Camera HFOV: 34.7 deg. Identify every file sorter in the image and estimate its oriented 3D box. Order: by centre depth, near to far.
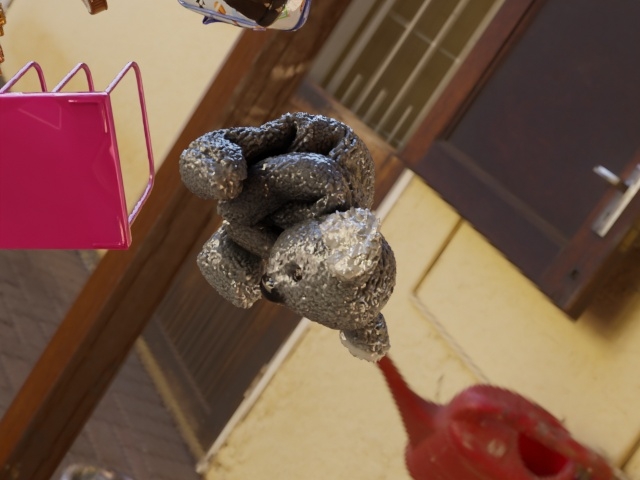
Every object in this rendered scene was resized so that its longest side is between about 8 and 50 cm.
[{"bbox_3d":[-0.379,-0.119,1.329,0.290,0.202,0.182,0,28,7],"label":"file sorter"}]

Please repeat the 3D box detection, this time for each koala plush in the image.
[{"bbox_3d":[0.000,0.000,0.996,0.221,0.203,0.196,52,-22,42],"label":"koala plush"}]

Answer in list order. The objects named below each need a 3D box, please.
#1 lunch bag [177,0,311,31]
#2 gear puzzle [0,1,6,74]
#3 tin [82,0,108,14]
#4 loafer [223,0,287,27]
[{"bbox_3d":[-0.130,-0.467,1.687,0.114,0.243,0.303,-9,25,-37],"label":"lunch bag"},{"bbox_3d":[-0.541,-0.354,1.677,0.339,0.044,0.176,-120,-165,-71],"label":"gear puzzle"},{"bbox_3d":[-0.434,-0.491,1.867,0.106,0.040,0.190,59,-13,24],"label":"tin"},{"bbox_3d":[-0.085,-0.359,1.216,0.078,0.080,0.220,11,57,-32],"label":"loafer"}]
